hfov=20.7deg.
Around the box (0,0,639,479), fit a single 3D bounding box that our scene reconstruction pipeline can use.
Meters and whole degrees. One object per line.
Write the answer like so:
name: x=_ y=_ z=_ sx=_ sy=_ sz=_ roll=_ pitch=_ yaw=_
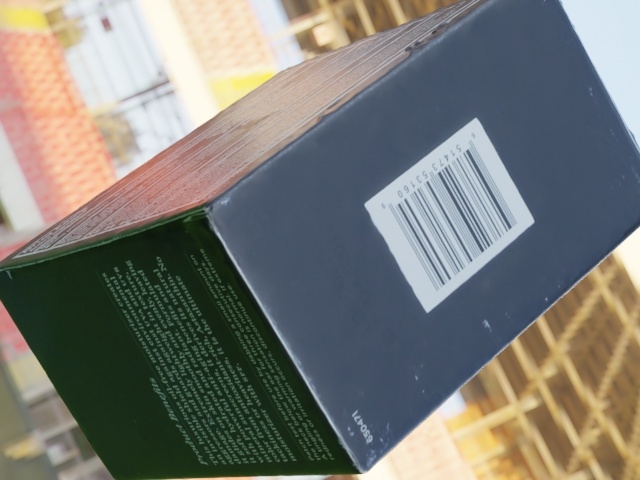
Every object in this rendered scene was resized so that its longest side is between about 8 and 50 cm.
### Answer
box: x=0.000 y=0.000 z=1.105 sx=0.294 sy=0.296 sz=0.182 roll=-12 pitch=-69 yaw=56
